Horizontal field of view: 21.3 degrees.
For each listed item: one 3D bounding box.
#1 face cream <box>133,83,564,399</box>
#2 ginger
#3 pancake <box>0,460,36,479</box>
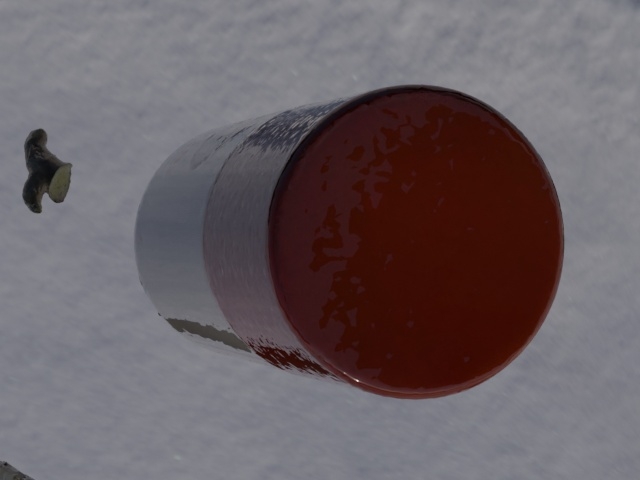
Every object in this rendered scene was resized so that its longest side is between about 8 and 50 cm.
[{"bbox_3d":[0.000,0.000,0.596,0.095,0.214,0.096,0,90,-16],"label":"face cream"},{"bbox_3d":[-0.259,-0.067,1.630,0.048,0.030,0.097,12,52,-23],"label":"ginger"},{"bbox_3d":[-0.142,0.314,1.510,0.387,0.387,0.082,30,84,19],"label":"pancake"}]
